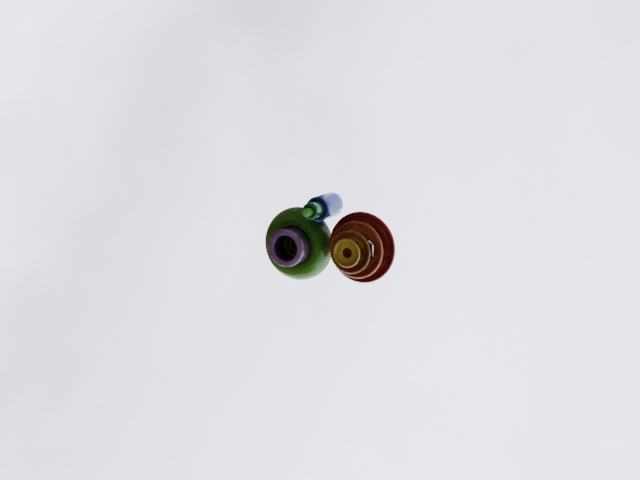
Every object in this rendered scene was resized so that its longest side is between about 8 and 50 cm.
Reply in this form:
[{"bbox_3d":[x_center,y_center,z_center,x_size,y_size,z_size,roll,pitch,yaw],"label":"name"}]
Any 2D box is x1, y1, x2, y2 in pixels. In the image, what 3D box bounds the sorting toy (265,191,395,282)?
[{"bbox_3d":[0.000,0.000,1.281,0.102,0.042,0.061,0,-82,26],"label":"sorting toy"}]
